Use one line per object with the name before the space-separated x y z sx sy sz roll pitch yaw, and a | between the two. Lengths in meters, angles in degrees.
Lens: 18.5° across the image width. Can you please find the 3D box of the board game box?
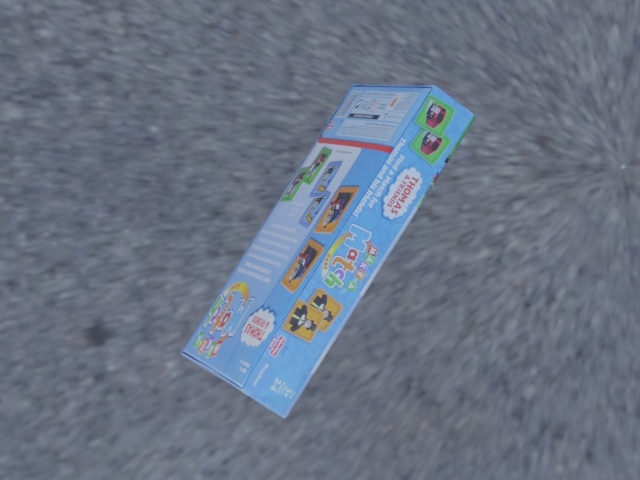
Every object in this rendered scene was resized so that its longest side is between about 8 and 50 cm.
board game box | 0.000 0.000 1.217 0.039 0.160 0.211 35 85 -17
